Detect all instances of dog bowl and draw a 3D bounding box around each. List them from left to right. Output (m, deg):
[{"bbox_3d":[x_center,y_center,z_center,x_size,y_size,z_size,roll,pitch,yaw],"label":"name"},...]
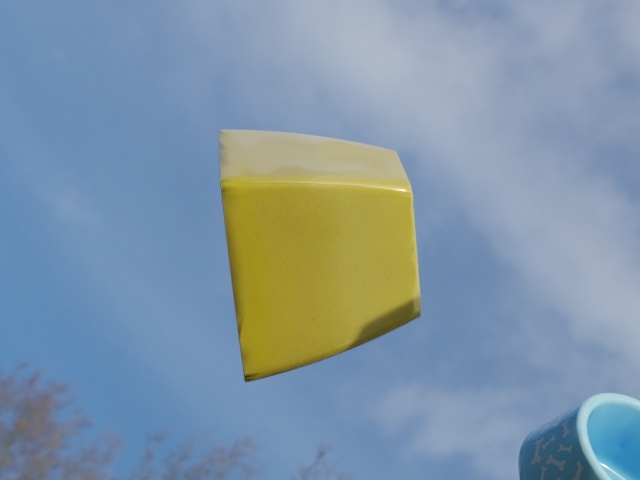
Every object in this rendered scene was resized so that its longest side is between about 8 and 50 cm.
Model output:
[{"bbox_3d":[0.313,0.244,1.311,0.297,0.166,0.074,35,-54,1],"label":"dog bowl"}]

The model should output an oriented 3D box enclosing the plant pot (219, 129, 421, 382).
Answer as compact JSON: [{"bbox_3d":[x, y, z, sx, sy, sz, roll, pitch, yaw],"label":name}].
[{"bbox_3d":[0.000,0.000,1.559,0.212,0.187,0.212,-102,-174,-71],"label":"plant pot"}]
